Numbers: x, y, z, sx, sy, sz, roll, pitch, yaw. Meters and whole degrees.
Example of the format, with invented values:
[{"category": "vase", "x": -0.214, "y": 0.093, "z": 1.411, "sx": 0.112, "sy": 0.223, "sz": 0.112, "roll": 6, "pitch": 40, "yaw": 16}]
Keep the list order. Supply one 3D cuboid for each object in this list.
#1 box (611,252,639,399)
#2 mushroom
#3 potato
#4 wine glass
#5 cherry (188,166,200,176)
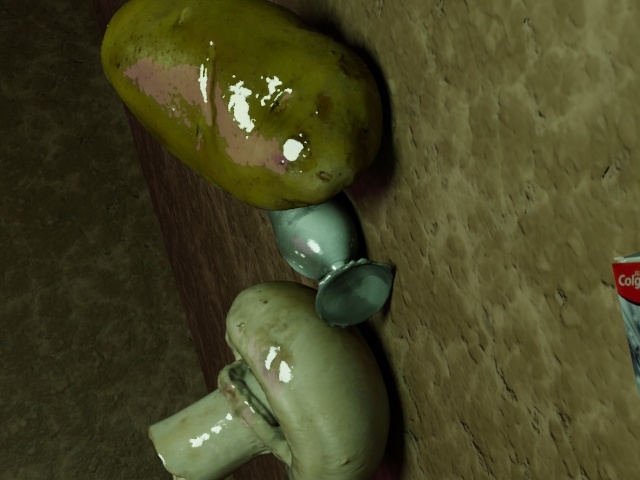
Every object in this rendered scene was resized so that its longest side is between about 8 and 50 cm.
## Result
[{"category": "box", "x": 0.229, "y": 0.112, "z": 0.546, "sx": 0.055, "sy": 0.040, "sz": 0.218, "roll": 167, "pitch": 91, "yaw": -74}, {"category": "mushroom", "x": -0.071, "y": 0.203, "z": 1.126, "sx": 0.292, "sy": 0.290, "sz": 0.292, "roll": 61, "pitch": 168, "yaw": 23}, {"category": "potato", "x": -0.093, "y": -0.164, "z": 0.994, "sx": 0.369, "sy": 0.176, "sz": 0.195, "roll": 31, "pitch": 143, "yaw": 22}, {"category": "wine glass", "x": 0.000, "y": 0.000, "z": 1.090, "sx": 0.222, "sy": 0.103, "sz": 0.103, "roll": -124, "pitch": 27, "yaw": -47}, {"category": "cherry", "x": -0.105, "y": -0.160, "z": 1.174, "sx": 0.195, "sy": 0.195, "sz": 0.195, "roll": 167, "pitch": 90, "yaw": -73}]
